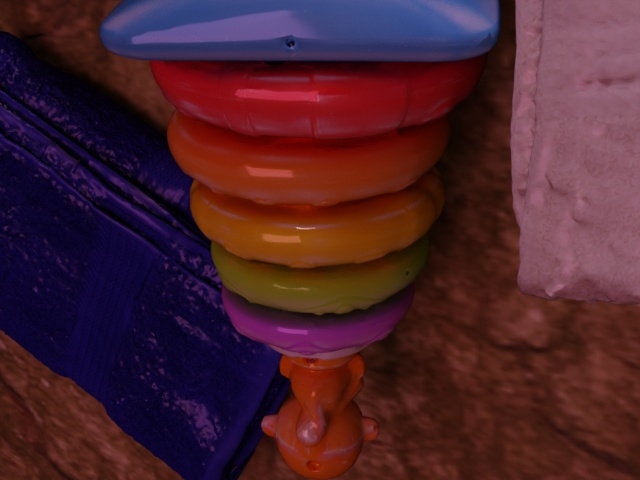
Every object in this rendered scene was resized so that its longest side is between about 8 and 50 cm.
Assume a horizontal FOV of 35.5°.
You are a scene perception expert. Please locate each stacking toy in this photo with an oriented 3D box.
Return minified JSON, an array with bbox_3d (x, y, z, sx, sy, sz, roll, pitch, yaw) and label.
[{"bbox_3d":[0.000,0.000,0.527,0.175,0.166,0.302,1,116,6],"label":"stacking toy"}]

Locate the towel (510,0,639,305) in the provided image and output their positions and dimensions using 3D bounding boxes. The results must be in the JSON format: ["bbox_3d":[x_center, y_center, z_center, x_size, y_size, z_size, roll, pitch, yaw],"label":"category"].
[{"bbox_3d":[0.197,-0.059,0.343,0.282,0.049,0.187,5,96,37],"label":"towel"}]

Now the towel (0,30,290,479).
[{"bbox_3d":[-0.151,0.025,0.691,0.308,0.076,0.227,36,124,13],"label":"towel"}]
